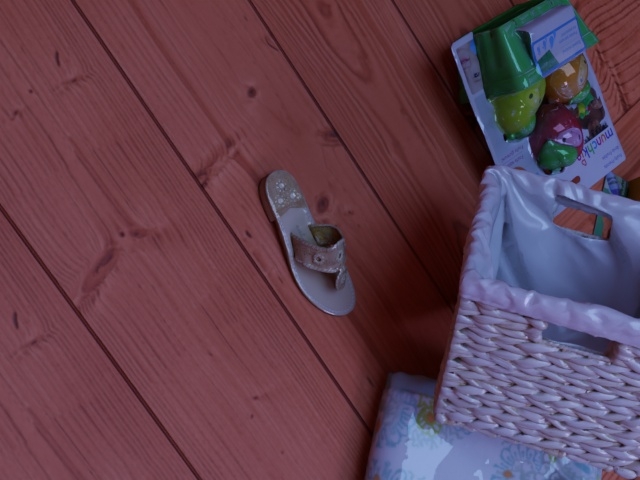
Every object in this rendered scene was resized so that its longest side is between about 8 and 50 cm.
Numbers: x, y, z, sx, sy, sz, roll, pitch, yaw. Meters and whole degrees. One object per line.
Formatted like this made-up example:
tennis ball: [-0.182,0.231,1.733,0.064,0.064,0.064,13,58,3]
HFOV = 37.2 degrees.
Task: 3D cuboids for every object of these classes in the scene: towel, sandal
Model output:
towel: [0.238,0.391,1.398,0.375,0.090,0.320,18,68,-14]
sandal: [-0.005,0.003,1.375,0.088,0.079,0.240,-33,97,-33]

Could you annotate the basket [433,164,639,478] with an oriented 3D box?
basket: [0.348,0.103,1.349,0.329,0.266,0.331,15,36,7]

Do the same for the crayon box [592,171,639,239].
crayon box: [0.664,0.011,1.772,0.323,0.083,0.203,26,67,-18]

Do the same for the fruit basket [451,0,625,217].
fruit basket: [0.392,-0.232,1.629,0.327,0.165,0.353,-33,101,-33]
